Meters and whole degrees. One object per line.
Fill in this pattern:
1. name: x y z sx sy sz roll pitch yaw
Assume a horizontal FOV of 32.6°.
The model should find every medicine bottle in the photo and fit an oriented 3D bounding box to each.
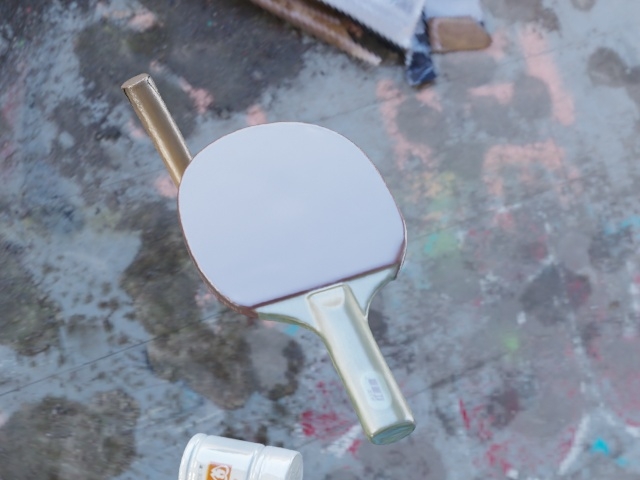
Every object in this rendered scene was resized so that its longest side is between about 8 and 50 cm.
1. medicine bottle: -0.064 0.189 0.876 0.089 0.057 0.057 7 76 15

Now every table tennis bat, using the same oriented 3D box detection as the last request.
1. table tennis bat: -0.002 0.011 0.425 0.087 0.013 0.156 -17 54 -15

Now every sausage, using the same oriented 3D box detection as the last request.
1. sausage: -0.122 -0.077 0.875 0.026 0.026 0.116 -35 110 -25
